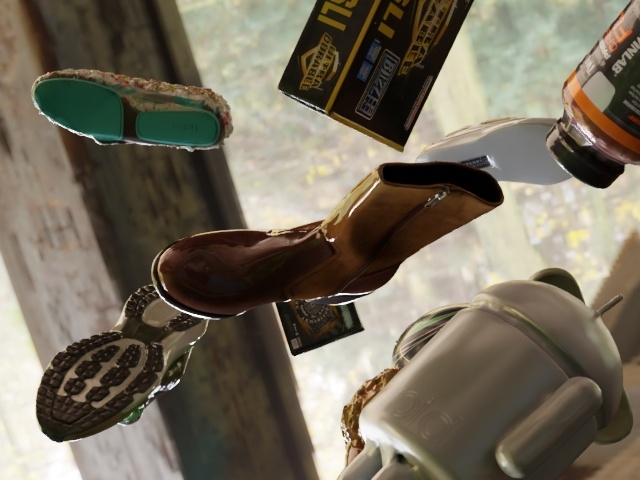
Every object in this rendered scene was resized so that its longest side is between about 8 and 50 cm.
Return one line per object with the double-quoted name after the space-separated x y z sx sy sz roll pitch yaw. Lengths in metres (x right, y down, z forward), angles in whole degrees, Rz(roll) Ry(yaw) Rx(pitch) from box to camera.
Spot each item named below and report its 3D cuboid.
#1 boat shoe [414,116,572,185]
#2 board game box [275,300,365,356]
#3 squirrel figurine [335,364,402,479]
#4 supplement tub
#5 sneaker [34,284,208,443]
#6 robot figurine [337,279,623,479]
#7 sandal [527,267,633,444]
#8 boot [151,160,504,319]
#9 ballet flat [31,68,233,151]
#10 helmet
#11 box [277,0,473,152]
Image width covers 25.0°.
0.238 -0.123 1.834 0.258 0.095 0.084 -2 -147 39 "boat shoe"
-0.015 0.079 2.333 0.126 0.186 0.026 -21 164 8 "board game box"
0.208 0.336 1.809 0.370 0.397 0.281 6 -177 28 "squirrel figurine"
0.269 -0.134 1.178 0.198 0.106 0.106 -53 172 30 "supplement tub"
-0.295 0.229 2.216 0.158 0.182 0.410 19 -151 18 "sneaker"
0.183 0.183 1.545 0.353 0.200 0.300 -44 -161 -16 "robot figurine"
0.402 0.190 2.278 0.120 0.303 0.086 -25 -173 -4 "sandal"
0.000 0.000 1.411 0.264 0.096 0.280 8 157 -26 "boot"
-0.217 -0.156 1.703 0.241 0.091 0.077 13 -152 4 "ballet flat"
0.185 0.166 1.989 0.169 0.169 0.161 -7 -167 42 "helmet"
0.093 -0.277 1.642 0.079 0.322 0.257 27 -176 24 "box"
